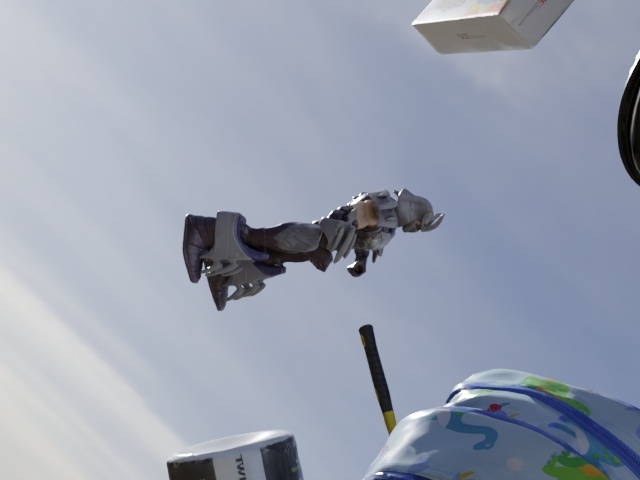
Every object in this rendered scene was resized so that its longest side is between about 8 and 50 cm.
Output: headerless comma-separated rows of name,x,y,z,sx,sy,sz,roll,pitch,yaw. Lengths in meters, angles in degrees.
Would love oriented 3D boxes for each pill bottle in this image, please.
pill bottle,-0.065,0.316,1.451,0.130,0.130,0.246,165,-86,-68

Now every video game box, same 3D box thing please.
video game box,0.184,-0.243,1.283,0.048,0.187,0.205,40,-7,-17

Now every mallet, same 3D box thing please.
mallet,0.069,0.170,1.431,0.062,0.039,0.190,137,-59,-71

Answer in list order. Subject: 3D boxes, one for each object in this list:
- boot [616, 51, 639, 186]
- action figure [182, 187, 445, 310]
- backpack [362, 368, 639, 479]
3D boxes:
boot,0.327,-0.127,1.091,0.131,0.260,0.348,29,-58,-2
action figure,0.000,0.000,1.633,0.285,0.099,0.185,-12,-14,16
backpack,0.131,0.252,0.898,0.290,0.273,0.355,16,-24,49
